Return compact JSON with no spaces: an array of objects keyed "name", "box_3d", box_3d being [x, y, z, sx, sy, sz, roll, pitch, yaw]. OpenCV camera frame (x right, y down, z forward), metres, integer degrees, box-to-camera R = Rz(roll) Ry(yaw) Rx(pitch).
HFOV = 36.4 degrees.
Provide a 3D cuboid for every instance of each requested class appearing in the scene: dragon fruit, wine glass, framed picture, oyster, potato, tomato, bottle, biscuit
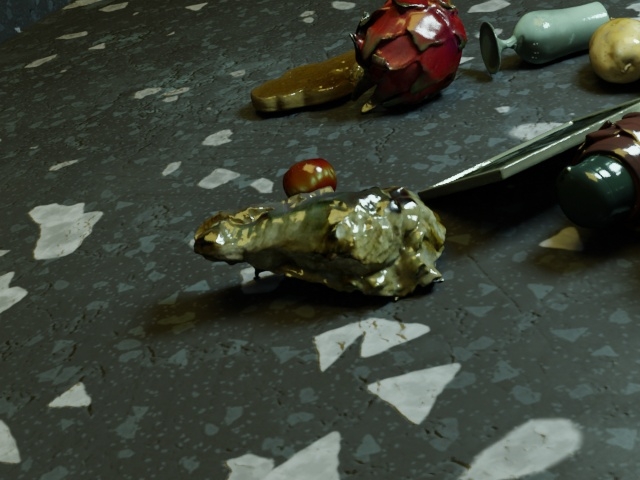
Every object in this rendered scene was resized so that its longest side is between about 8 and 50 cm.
[{"name":"dragon fruit","box_3d":[0.159,-0.344,1.787,0.193,0.274,0.192,31,5,22]},{"name":"wine glass","box_3d":[0.428,-0.389,1.853,0.231,0.103,0.103,-13,28,-9]},{"name":"framed picture","box_3d":[0.324,-0.137,1.417,0.324,0.020,0.240,-24,5,-20]},{"name":"oyster","box_3d":[0.000,-0.005,1.304,0.337,0.133,0.198,-5,21,5]},{"name":"potato","box_3d":[0.532,-0.337,1.708,0.118,0.109,0.178,-41,12,26]},{"name":"tomato","box_3d":[-0.015,-0.085,1.504,0.087,0.087,0.075,-18,73,-6]},{"name":"bottle","box_3d":[0.425,-0.090,1.280,0.271,0.143,0.156,-26,70,-28]},{"name":"biscuit","box_3d":[0.009,-0.324,1.964,0.183,0.047,0.320,16,39,38]}]
